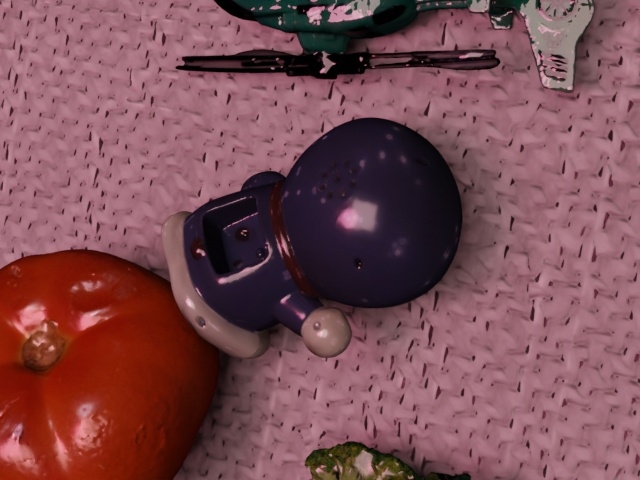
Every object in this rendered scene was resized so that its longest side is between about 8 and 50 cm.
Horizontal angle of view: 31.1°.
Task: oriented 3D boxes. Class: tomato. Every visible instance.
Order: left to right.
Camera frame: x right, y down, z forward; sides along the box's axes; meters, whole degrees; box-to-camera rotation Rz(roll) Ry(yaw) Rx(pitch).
[{"bbox_3d":[-0.215,0.134,0.992,0.260,0.180,0.259,-8,48,10],"label":"tomato"}]

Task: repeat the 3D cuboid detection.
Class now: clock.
[{"bbox_3d":[0.000,0.000,0.950,0.243,0.146,0.199,-24,56,18],"label":"clock"}]

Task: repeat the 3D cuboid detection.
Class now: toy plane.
[{"bbox_3d":[0.040,-0.209,0.979,0.382,0.106,0.155,5,95,20],"label":"toy plane"}]

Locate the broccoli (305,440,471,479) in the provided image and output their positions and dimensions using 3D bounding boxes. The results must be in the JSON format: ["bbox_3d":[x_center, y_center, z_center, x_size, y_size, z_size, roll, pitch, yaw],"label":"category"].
[{"bbox_3d":[0.014,0.298,0.873,0.254,0.269,0.269,11,91,50],"label":"broccoli"}]
